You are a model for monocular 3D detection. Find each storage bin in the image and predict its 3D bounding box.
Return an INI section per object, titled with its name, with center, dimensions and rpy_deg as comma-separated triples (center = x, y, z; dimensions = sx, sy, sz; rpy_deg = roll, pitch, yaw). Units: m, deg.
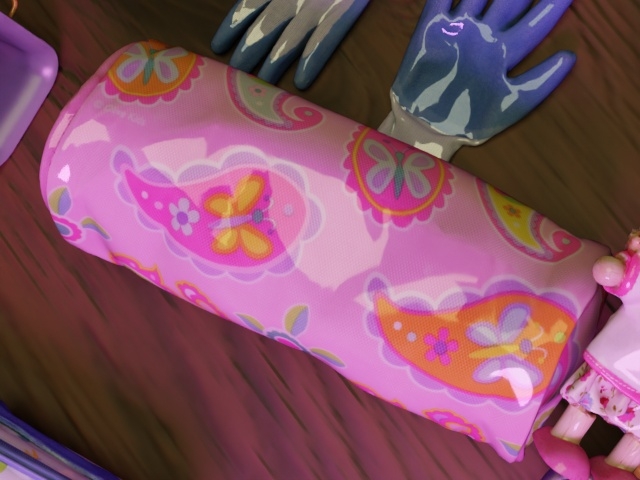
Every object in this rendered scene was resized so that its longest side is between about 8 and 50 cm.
[storage bin]
center = -0.221, -0.111, 0.661
dimensions = 0.091, 0.135, 0.098
rpy_deg = 31, 90, 22

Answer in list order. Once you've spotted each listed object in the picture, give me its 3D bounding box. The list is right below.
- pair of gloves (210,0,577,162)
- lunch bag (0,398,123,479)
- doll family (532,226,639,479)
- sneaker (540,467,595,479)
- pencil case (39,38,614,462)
[pair of gloves]
center = 0.036, -0.123, 0.667
dimensions = 0.198, 0.023, 0.159
rpy_deg = 38, 91, 11
[lunch bag]
center = -0.177, 0.185, 0.637
dimensions = 0.219, 0.090, 0.176
rpy_deg = 28, 86, 11
[doll family]
center = 0.226, 0.060, 0.553
dimensions = 0.263, 0.118, 0.163
rpy_deg = 28, 108, -7
[sneaker]
center = 0.159, 0.251, 0.561
dimensions = 0.146, 0.102, 0.293
rpy_deg = -33, 79, 6
[pencil case]
center = 0.000, 0.000, 0.611
dimensions = 0.284, 0.124, 0.124
rpy_deg = 24, 88, 12
